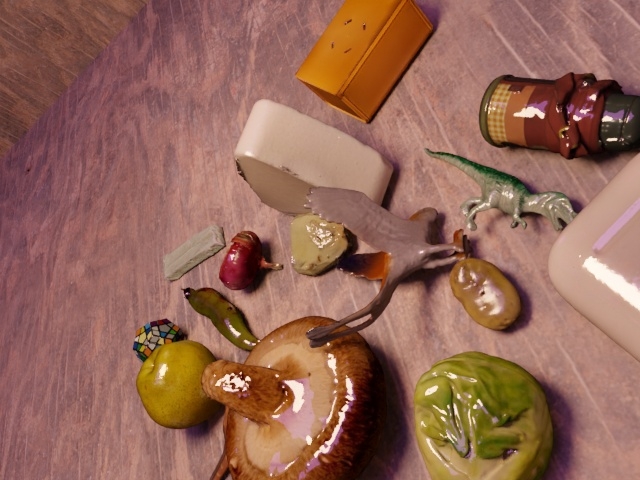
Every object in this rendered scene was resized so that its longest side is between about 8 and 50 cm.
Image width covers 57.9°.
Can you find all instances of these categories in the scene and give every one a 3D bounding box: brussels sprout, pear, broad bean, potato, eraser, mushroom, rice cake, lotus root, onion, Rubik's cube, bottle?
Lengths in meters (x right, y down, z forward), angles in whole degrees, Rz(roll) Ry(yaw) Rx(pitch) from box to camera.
[{"bbox_3d":[0.240,0.275,0.864,0.223,0.161,0.223,-6,68,15],"label":"brussels sprout"},{"bbox_3d":[-0.312,0.321,1.299,0.198,0.198,0.198,-21,55,33],"label":"pear"},{"bbox_3d":[-0.248,0.174,1.415,0.339,0.061,0.077,28,95,47],"label":"broad bean"},{"bbox_3d":[0.279,0.090,0.983,0.092,0.070,0.138,-42,63,14],"label":"potato"},{"bbox_3d":[-0.042,-0.155,1.304,0.332,0.331,0.149,5,70,43],"label":"eraser"},{"bbox_3d":[-0.030,0.305,1.053,0.346,0.239,0.344,-1,88,29],"label":"mushroom"},{"bbox_3d":[-0.354,0.032,1.603,0.226,0.040,0.084,-31,50,26],"label":"rice cake"},{"bbox_3d":[-0.002,-0.002,1.264,0.144,0.070,0.142,-16,73,35],"label":"lotus root"},{"bbox_3d":[-0.161,0.057,1.378,0.140,0.150,0.149,19,78,5],"label":"onion"},{"bbox_3d":[-0.409,0.264,1.473,0.133,0.133,0.112,-60,15,-2],"label":"Rubik's cube"},{"bbox_3d":[0.411,-0.208,0.980,0.271,0.143,0.156,19,81,44],"label":"bottle"}]

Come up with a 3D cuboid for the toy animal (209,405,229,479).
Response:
[{"bbox_3d":[-0.169,0.408,1.222,0.230,0.066,0.224,-26,71,18],"label":"toy animal"}]

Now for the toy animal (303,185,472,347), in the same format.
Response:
[{"bbox_3d":[0.124,0.042,1.041,0.302,0.224,0.284,-10,44,10],"label":"toy animal"}]

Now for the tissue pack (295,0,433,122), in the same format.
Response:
[{"bbox_3d":[0.103,-0.448,1.386,0.274,0.145,0.194,-54,46,4],"label":"tissue pack"}]

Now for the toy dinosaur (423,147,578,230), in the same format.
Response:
[{"bbox_3d":[0.283,-0.083,1.078,0.383,0.076,0.129,34,85,43],"label":"toy dinosaur"}]

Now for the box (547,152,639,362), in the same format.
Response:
[{"bbox_3d":[0.503,0.039,0.764,0.288,0.141,0.349,-50,45,10],"label":"box"}]
